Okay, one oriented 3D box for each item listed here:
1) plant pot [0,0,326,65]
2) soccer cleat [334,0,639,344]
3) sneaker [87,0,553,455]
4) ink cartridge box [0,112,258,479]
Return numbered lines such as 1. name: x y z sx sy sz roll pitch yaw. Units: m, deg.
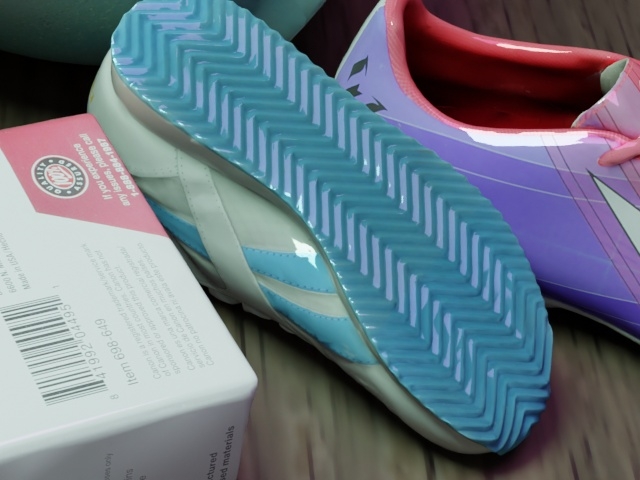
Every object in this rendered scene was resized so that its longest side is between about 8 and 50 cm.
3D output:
1. plant pot: -0.070 -0.194 0.832 0.196 0.293 0.293 33 39 -16
2. soccer cleat: 0.153 -0.014 0.777 0.318 0.116 0.108 18 42 7
3. sneaker: 0.000 0.000 0.750 0.228 0.092 0.087 45 59 5
4. ink cartridge box: -0.156 0.052 0.650 0.218 0.092 0.158 -12 47 -26
